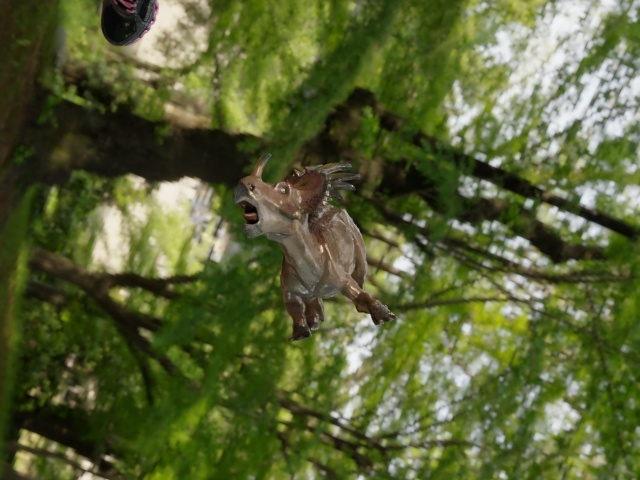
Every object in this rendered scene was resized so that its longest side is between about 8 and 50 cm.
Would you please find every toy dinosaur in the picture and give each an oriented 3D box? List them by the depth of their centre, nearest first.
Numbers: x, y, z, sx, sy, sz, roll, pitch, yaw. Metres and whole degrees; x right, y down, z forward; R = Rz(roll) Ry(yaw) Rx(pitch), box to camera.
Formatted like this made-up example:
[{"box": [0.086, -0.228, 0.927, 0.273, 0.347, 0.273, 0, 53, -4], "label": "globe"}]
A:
[{"box": [0.000, 0.000, 1.089, 0.295, 0.127, 0.200, -16, 91, -86], "label": "toy dinosaur"}]

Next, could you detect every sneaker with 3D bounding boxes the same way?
[{"box": [-0.141, -0.201, 0.742, 0.119, 0.047, 0.057, -59, -178, 23], "label": "sneaker"}]
